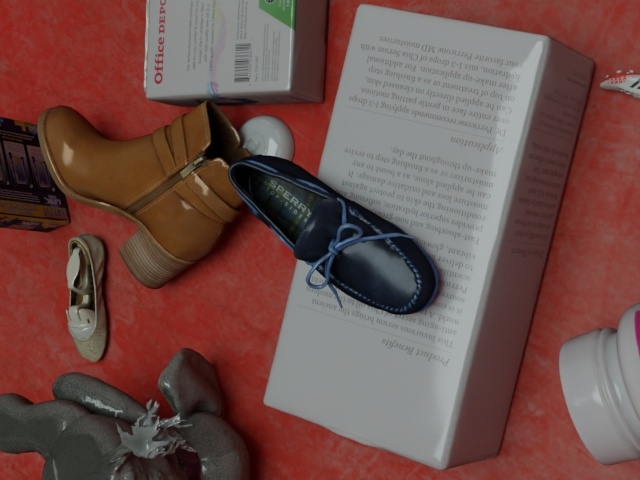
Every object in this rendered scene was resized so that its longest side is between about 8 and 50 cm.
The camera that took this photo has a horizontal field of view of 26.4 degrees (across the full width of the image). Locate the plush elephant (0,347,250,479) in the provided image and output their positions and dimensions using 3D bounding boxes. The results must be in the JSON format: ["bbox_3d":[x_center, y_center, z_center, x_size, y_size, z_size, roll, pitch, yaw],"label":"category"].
[{"bbox_3d":[-0.200,0.275,1.611,0.330,0.255,0.271,-29,64,32],"label":"plush elephant"}]

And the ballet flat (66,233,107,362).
[{"bbox_3d":[-0.312,0.075,1.779,0.057,0.052,0.168,-5,85,28],"label":"ballet flat"}]

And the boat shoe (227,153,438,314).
[{"bbox_3d":[0.000,0.000,1.406,0.258,0.089,0.109,30,102,28],"label":"boat shoe"}]

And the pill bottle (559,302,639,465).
[{"bbox_3d":[0.388,0.118,1.327,0.283,0.160,0.160,-23,76,26],"label":"pill bottle"}]

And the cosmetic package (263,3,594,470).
[{"bbox_3d":[0.119,-0.006,1.484,0.230,0.161,0.453,16,95,29],"label":"cosmetic package"}]

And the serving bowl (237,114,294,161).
[{"bbox_3d":[-0.074,-0.114,1.674,0.083,0.027,0.083,-2,85,29],"label":"serving bowl"}]

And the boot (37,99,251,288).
[{"bbox_3d":[-0.212,-0.103,1.683,0.220,0.109,0.283,-43,73,32],"label":"boot"}]

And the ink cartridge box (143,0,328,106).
[{"bbox_3d":[-0.104,-0.245,1.661,0.212,0.093,0.154,1,87,28],"label":"ink cartridge box"}]

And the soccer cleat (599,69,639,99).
[{"bbox_3d":[0.337,-0.162,1.449,0.083,0.029,0.035,-3,81,24],"label":"soccer cleat"}]

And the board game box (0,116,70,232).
[{"bbox_3d":[-0.408,-0.087,1.774,0.048,0.170,0.141,-19,78,25],"label":"board game box"}]
